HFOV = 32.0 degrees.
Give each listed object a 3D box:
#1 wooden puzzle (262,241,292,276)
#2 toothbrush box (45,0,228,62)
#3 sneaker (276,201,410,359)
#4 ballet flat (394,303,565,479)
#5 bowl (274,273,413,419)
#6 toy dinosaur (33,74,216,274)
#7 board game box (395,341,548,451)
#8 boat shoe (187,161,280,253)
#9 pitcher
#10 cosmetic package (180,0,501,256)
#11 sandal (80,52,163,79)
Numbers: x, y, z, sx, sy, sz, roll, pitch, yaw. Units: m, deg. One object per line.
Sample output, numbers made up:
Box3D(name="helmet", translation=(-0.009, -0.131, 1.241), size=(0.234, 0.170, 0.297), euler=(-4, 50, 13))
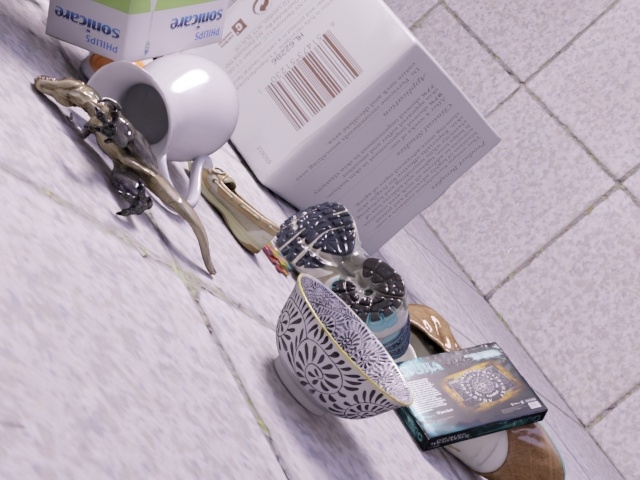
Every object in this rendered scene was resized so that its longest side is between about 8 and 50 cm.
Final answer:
Box3D(name="wooden puzzle", translation=(-0.061, 0.016, 1.439), size=(0.083, 0.006, 0.049), euler=(54, 11, 28))
Box3D(name="toothbrush box", translation=(-0.190, -0.366, 1.287), size=(0.122, 0.283, 0.206), euler=(22, 26, 21))
Box3D(name="sneaker", translation=(0.029, 0.058, 1.478), size=(0.283, 0.110, 0.122), euler=(55, -12, 49))
Box3D(name="ballet flat", translation=(0.179, 0.212, 1.481), size=(0.124, 0.116, 0.342), euler=(6, 39, -46))
Box3D(name="bowl", translation=(0.007, 0.121, 1.109), size=(0.170, 0.080, 0.170), euler=(47, 10, -11))
Box3D(name="toy dinosaur", translation=(-0.186, -0.074, 1.097), size=(0.268, 0.064, 0.118), euler=(52, 3, 0))
Box3D(name="board game box", translation=(0.179, 0.193, 1.413), size=(0.186, 0.026, 0.126), euler=(-7, 44, -28))
Box3D(name="boat shoe", translation=(-0.108, -0.053, 1.378), size=(0.153, 0.048, 0.056), euler=(53, 10, 25))
Box3D(name="pitcher", translation=(-0.162, -0.124, 1.272), size=(0.178, 0.125, 0.207), euler=(68, 20, -4))
Box3D(name="cosmetic package", translation=(0.037, -0.237, 1.909), size=(0.327, 0.329, 0.393), euler=(54, 10, 32))
Box3D(name="sandal", translation=(-0.236, -0.229, 1.420), size=(0.102, 0.076, 0.265), euler=(46, 10, -16))
